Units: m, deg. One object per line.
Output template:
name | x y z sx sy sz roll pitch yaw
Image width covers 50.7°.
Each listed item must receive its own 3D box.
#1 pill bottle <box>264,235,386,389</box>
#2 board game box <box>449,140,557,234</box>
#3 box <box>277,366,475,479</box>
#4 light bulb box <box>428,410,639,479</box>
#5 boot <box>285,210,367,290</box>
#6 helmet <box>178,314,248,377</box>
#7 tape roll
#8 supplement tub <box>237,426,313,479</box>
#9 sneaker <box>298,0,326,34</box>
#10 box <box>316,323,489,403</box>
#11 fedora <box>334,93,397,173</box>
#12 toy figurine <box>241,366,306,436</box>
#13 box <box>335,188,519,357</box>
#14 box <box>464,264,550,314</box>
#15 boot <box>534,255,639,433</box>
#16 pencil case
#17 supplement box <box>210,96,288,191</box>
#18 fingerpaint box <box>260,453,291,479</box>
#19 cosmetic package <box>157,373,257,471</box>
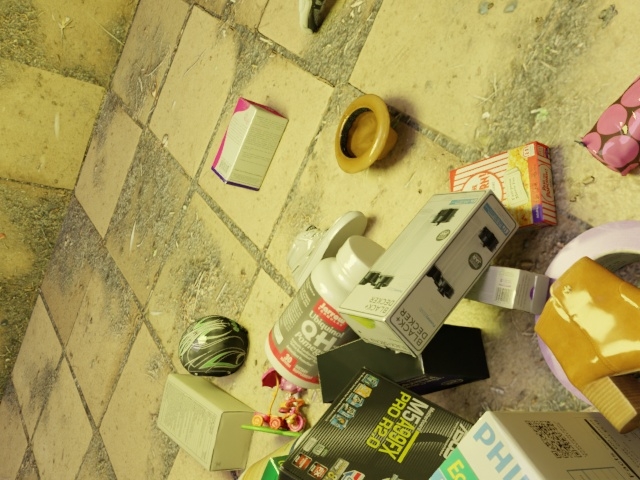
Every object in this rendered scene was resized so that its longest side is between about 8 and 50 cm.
pill bottle | 0.029 0.148 1.425 0.318 0.176 0.176 -56 44 25
board game box | 0.325 -0.079 1.227 0.193 0.045 0.147 -18 67 47
box | 0.093 0.332 1.034 0.216 0.270 0.060 25 125 21
light bulb box | 0.348 0.413 0.827 0.225 0.361 0.358 -58 43 23
boot | 0.000 0.000 1.559 0.258 0.095 0.123 -54 52 29
helmet | -0.290 0.279 1.789 0.169 0.161 0.169 -16 69 48
tape roll | 0.458 0.112 0.986 0.274 0.090 0.275 -16 69 48
supplement tub | -0.041 0.531 1.372 0.316 0.228 0.228 -41 52 36
sneaker | 0.022 -0.630 1.688 0.269 0.153 0.101 94 177 -52
box | 0.148 0.233 1.255 0.261 0.184 0.103 -29 62 43
fedora | 0.109 -0.230 1.500 0.194 0.079 0.194 -22 63 53
toy figurine | -0.089 0.372 1.581 0.173 0.130 0.159 1 71 29
box | 0.176 0.047 1.129 0.290 0.087 0.169 -48 20 -16
box | 0.264 0.072 1.176 0.324 0.063 0.067 -174 97 -68
boot | 0.418 0.088 0.887 0.295 0.104 0.211 -57 44 30
pencil case | 0.493 -0.204 1.025 0.209 0.095 0.098 -52 30 26
supplement box | -0.197 -0.263 1.852 0.111 0.114 0.220 44 116 47
fingerpaint box | 0.152 0.513 1.023 0.445 0.371 0.163 47 125 46
cosmetic package | -0.310 0.477 1.804 0.309 0.113 0.160 16 93 50
